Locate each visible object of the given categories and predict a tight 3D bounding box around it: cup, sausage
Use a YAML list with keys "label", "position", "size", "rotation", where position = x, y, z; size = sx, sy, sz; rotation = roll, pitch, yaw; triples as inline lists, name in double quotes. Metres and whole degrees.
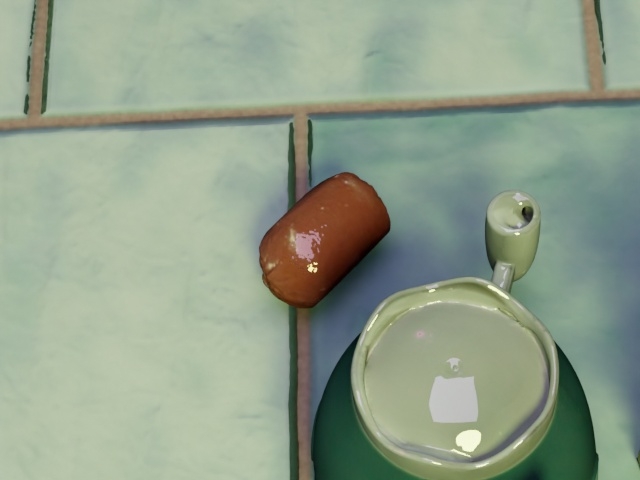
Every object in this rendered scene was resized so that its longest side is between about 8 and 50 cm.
- label: "cup"
  position: [0.075, 0.105, 0.990]
  size: [0.167, 0.173, 0.300]
  rotation: [13, 63, 10]
- label: "sausage"
  position: [0.000, 0.000, 1.115]
  size: [0.054, 0.059, 0.094]
  rotation: [46, 70, -1]

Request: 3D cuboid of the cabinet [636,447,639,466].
- label: "cabinet"
  position: [0.280, 0.126, 0.938]
  size: [0.148, 0.215, 0.175]
  rotation: [-21, 62, -7]
